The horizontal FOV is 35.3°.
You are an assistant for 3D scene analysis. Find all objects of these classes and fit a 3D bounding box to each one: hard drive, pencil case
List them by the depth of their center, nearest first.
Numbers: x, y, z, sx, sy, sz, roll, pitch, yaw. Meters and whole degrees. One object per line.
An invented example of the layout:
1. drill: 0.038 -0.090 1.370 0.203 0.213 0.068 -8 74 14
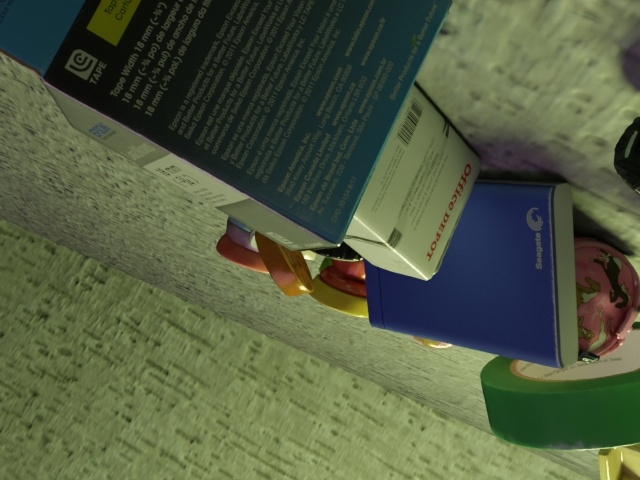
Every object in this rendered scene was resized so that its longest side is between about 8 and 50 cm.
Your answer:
1. hard drive: 0.172 0.028 1.246 0.040 0.210 0.318 -13 -167 -38
2. pencil case: 0.251 0.079 1.379 0.160 0.167 0.386 -11 -176 -27

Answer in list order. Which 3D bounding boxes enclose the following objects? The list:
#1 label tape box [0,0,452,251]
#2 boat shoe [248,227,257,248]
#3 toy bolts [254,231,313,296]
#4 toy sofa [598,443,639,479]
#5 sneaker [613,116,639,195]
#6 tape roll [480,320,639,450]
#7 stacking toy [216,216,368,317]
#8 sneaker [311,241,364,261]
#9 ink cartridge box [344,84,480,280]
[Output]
1. label tape box: -0.089 -0.173 0.817 0.333 0.241 0.106 30 167 -20
2. boat shoe: -0.096 -0.010 1.555 0.035 0.035 0.100 55 -178 14
3. toy bolts: 0.001 -0.054 1.225 0.218 0.158 0.228 65 -170 14
4. toy sofa: 0.630 0.366 1.556 0.362 0.177 0.150 14 137 35
5. sneaker: 0.377 -0.040 0.833 0.271 0.100 0.108 17 170 28
6. tape roll: 0.375 0.183 1.322 0.321 0.077 0.321 -12 -175 1
7. stacking toy: 0.000 0.000 1.713 0.309 0.130 0.279 23 -167 17
8. sneaker: -0.026 -0.048 1.523 0.283 0.107 0.124 27 177 21
9. ink cartridge box: 0.065 -0.076 1.086 0.092 0.160 0.219 14 162 41
